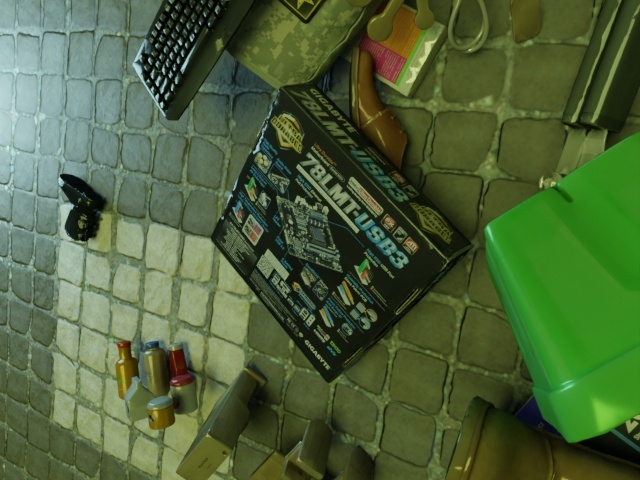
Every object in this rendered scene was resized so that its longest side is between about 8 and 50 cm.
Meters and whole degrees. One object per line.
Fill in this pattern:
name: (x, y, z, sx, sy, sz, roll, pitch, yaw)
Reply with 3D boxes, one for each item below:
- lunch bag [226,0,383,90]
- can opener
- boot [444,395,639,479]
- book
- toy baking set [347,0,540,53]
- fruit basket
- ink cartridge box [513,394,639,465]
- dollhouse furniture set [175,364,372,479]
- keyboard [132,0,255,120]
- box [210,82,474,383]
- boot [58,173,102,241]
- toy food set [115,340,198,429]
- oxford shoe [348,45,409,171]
lunch bag: (-0.043, -0.359, 0.632, 0.235, 0.169, 0.287, -44, 74, 33)
can opener: (0.313, -0.139, 0.540, 0.093, 0.074, 0.280, 9, 104, -7)
boot: (0.270, 0.233, 0.461, 0.269, 0.236, 0.089, 14, 84, 30)
book: (0.085, -0.267, 0.659, 0.144, 0.035, 0.096, 39, 115, 20)
toy baking set: (0.139, -0.308, 0.538, 0.256, 0.030, 0.196, 6, 132, -8)
fruit basket: (0.360, 0.080, 0.398, 0.392, 0.283, 0.392, -5, 74, 18)
ink cartridge box: (0.341, 0.244, 0.570, 0.208, 0.045, 0.206, 37, 112, 21)
dollhouse furniture set: (-0.070, 0.340, 0.772, 0.242, 0.161, 0.212, 37, 113, -4)
keyboard: (-0.161, -0.319, 0.606, 0.317, 0.033, 0.201, -41, 72, 38)
box: (0.000, 0.000, 0.665, 0.295, 0.073, 0.293, 48, 131, 16)
boot: (-0.480, -0.063, 0.975, 0.121, 0.045, 0.099, 35, 113, 19)
toy food set: (-0.282, 0.232, 0.852, 0.232, 0.111, 0.104, -3, 94, 60)
oxford shoe: (0.077, -0.150, 0.660, 0.076, 0.076, 0.212, -8, 101, 6)
